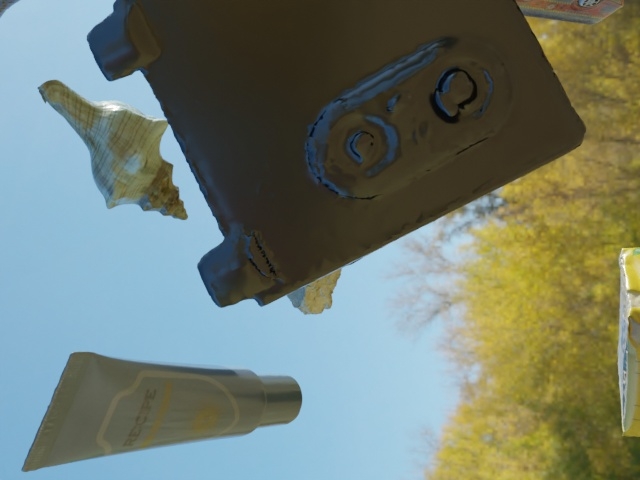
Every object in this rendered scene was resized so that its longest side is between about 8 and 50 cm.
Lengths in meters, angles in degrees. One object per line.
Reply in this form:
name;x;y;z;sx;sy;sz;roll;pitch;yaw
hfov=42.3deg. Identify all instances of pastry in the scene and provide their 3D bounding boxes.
pastry;0.003;0.006;1.234;0.089;0.121;0.258;-20;-27;-30

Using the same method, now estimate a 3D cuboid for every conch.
conch;-0.248;-0.124;1.100;0.137;0.114;0.234;-34;-68;-41

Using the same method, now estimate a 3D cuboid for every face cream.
face cream;-0.157;0.190;0.959;0.385;0.086;0.136;12;-74;-55

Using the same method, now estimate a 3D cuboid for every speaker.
speaker;0.012;-0.107;0.586;0.232;0.253;0.184;64;-169;4

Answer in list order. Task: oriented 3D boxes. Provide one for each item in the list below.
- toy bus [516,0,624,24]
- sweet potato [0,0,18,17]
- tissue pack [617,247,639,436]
toy bus;0.271;-0.303;0.994;0.077;0.192;0.065;140;127;-62
sweet potato;-0.433;-0.394;1.174;0.079;0.346;0.108;46;-115;-16
tissue pack;0.691;0.174;1.361;0.228;0.381;0.293;-65;-31;-51
